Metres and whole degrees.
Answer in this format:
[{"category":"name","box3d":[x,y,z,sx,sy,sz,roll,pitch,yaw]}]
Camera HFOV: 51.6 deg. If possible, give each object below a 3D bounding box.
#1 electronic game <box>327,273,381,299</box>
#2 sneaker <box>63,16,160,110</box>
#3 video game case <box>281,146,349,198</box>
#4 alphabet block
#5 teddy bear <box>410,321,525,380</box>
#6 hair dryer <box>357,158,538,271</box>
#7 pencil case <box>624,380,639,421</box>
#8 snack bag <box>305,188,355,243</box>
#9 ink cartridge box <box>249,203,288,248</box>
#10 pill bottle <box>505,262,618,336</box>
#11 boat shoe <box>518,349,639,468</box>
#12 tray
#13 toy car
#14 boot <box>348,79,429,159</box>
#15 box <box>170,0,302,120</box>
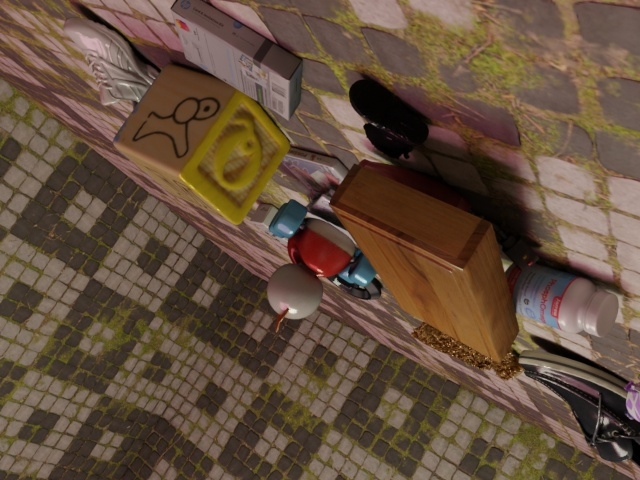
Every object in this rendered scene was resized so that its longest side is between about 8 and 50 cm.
[{"category":"electronic game","box3d":[0.086,0.109,2.022,0.229,0.048,0.229,30,162,11]},{"category":"sneaker","box3d":[-0.391,-0.315,1.241,0.232,0.115,0.090,39,168,-33]},{"category":"video game case","box3d":[0.018,-0.109,1.271,0.183,0.023,0.201,21,165,45]},{"category":"alphabet block","box3d":[-0.209,-0.172,1.182,0.197,0.192,0.193,26,170,35]},{"category":"teddy bear","box3d":[0.403,0.271,1.759,0.337,0.113,0.245,26,178,-11]},{"category":"hair dryer","box3d":[0.172,-0.030,1.033,0.293,0.080,0.223,36,170,-17]},{"category":"pencil case","box3d":[0.640,0.298,1.203,0.088,0.086,0.206,55,169,4]},{"category":"snack bag","box3d":[0.110,-0.001,1.383,0.323,0.037,0.342,30,173,-9]},{"category":"ink cartridge box","box3d":[-0.116,-0.037,1.886,0.150,0.063,0.109,36,169,-23]},{"category":"pill bottle","box3d":[0.362,0.089,1.009,0.160,0.087,0.087,20,164,47]},{"category":"boat shoe","box3d":[0.653,0.406,1.464,0.500,0.156,0.187,33,172,2]},{"category":"tray","box3d":[0.171,0.053,0.979,0.202,0.076,0.411,28,167,30]},{"category":"toy car","box3d":[-0.039,0.075,1.341,0.219,0.238,0.210,34,175,-8]},{"category":"boot","box3d":[0.078,-0.151,0.848,0.121,0.045,0.099,33,173,-9]},{"category":"box","box3d":[-0.114,-0.255,0.932,0.186,0.038,0.145,30,169,3]}]
